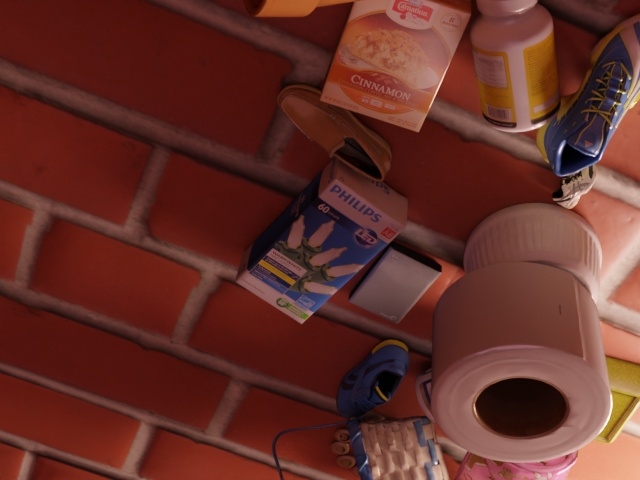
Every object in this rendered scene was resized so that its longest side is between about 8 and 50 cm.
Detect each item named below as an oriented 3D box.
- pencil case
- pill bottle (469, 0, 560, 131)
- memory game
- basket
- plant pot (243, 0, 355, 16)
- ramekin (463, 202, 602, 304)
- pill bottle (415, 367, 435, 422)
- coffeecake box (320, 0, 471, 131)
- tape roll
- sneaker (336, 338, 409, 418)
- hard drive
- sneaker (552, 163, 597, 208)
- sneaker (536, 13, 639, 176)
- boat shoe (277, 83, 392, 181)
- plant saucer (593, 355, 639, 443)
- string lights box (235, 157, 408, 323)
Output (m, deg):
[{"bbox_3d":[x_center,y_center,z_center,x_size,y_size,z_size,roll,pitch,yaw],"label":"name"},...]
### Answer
[{"bbox_3d":[0.312,0.428,1.724,0.160,0.167,0.386,-19,144,-25],"label":"pencil case"},{"bbox_3d":[0.245,-0.237,1.247,0.103,0.103,0.184,-6,128,13],"label":"pill bottle"},{"bbox_3d":[0.110,0.392,1.843,0.186,0.012,0.186,4,129,5],"label":"memory game"},{"bbox_3d":[0.078,0.429,1.697,0.289,0.254,0.201,-12,169,-3],"label":"basket"},{"bbox_3d":[0.034,-0.382,1.063,0.203,0.291,0.291,1,131,-14],"label":"plant pot"},{"bbox_3d":[0.318,0.056,1.475,0.207,0.109,0.207,4,130,5],"label":"ramekin"},{"bbox_3d":[0.251,0.235,1.640,0.169,0.094,0.094,-28,120,27],"label":"pill bottle"},{"bbox_3d":[0.096,-0.251,1.279,0.142,0.068,0.185,17,129,-5],"label":"coffeecake box"},{"bbox_3d":[0.279,0.175,1.397,0.246,0.169,0.246,4,130,5],"label":"tape roll"},{"bbox_3d":[0.083,0.257,1.692,0.069,0.082,0.209,24,130,-14],"label":"sneaker"},{"bbox_3d":[0.118,0.069,1.568,0.094,0.022,0.135,25,128,-13],"label":"hard drive"},{"bbox_3d":[0.361,-0.080,1.406,0.037,0.032,0.083,22,128,-10],"label":"sneaker"},{"bbox_3d":[0.371,-0.173,1.267,0.091,0.126,0.240,23,129,-11],"label":"sneaker"},{"bbox_3d":[0.021,-0.147,1.371,0.190,0.072,0.068,30,127,-16],"label":"boat shoe"},{"bbox_3d":[0.456,0.275,1.677,0.188,0.045,0.188,15,130,-4],"label":"plant saucer"},{"bbox_3d":[0.000,0.000,1.493,0.133,0.076,0.260,33,126,-17],"label":"string lights box"}]
